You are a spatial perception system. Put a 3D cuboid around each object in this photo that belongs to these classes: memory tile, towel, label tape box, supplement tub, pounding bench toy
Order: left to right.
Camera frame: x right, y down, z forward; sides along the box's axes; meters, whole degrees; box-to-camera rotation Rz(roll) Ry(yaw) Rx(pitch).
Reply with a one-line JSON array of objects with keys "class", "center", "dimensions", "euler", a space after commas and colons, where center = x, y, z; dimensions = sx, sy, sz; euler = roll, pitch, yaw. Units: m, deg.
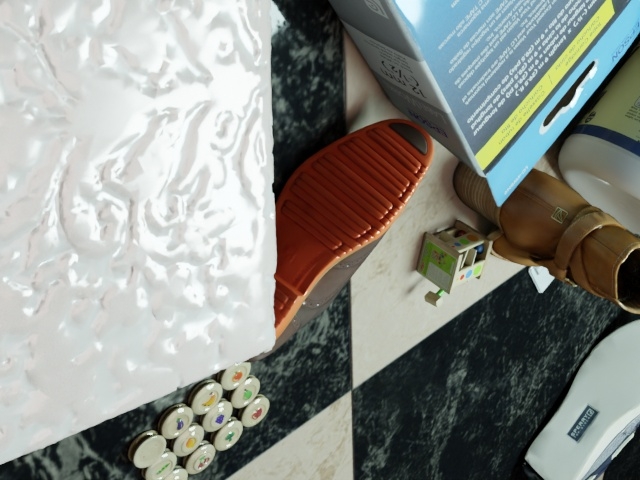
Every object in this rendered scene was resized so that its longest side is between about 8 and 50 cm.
[{"class": "towel", "center": [-0.161, -0.024, 0.690], "dimensions": [0.316, 0.053, 0.332], "euler": [-20, 122, -37]}, {"class": "memory tile", "center": [-0.116, 0.185, 0.985], "dimensions": [0.148, 0.012, 0.113], "euler": [-39, 142, -19]}, {"class": "pounding bench toy", "center": [0.149, 0.030, 1.123], "dimensions": [0.065, 0.052, 0.083], "euler": [-20, 132, -39]}, {"class": "label tape box", "center": [0.154, -0.221, 0.878], "dimensions": [0.249, 0.115, 0.348], "euler": [-50, 147, -5]}, {"class": "supplement tub", "center": [0.460, -0.155, 1.167], "dimensions": [0.325, 0.235, 0.235], "euler": [-53, 144, -1]}]

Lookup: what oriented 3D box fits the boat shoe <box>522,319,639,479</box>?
[{"class": "boat shoe", "center": [0.472, 0.275, 1.647], "dimensions": [0.341, 0.127, 0.158], "euler": [-51, 151, 8]}]

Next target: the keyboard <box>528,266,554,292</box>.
[{"class": "keyboard", "center": [0.369, -0.039, 1.354], "dimensions": [0.256, 0.014, 0.072], "euler": [-49, 149, -7]}]

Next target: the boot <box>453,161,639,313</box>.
[{"class": "boot", "center": [0.288, 0.005, 1.115], "dimensions": [0.109, 0.220, 0.283], "euler": [-52, 144, -3]}]

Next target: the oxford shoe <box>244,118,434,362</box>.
[{"class": "oxford shoe", "center": [0.000, 0.000, 0.916], "dimensions": [0.271, 0.097, 0.098], "euler": [-45, 161, -2]}]
